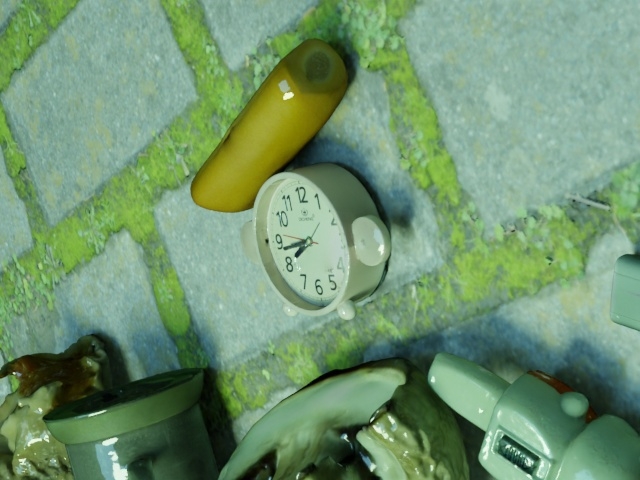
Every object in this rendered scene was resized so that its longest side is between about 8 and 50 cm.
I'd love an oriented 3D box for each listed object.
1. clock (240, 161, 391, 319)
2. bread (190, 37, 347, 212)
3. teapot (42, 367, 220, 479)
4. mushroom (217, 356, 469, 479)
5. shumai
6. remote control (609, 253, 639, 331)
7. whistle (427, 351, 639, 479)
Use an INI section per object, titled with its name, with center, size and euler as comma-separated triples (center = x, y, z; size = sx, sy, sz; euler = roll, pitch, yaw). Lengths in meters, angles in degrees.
[clock]
center = 0.000, 0.000, 1.223
size = 0.229, 0.063, 0.156
euler = -2, 103, 52
[bread]
center = -0.053, -0.106, 1.229
size = 0.074, 0.092, 0.239
euler = 42, 137, -1
[teapot]
center = -0.188, 0.341, 1.421
size = 0.270, 0.200, 0.337
euler = 177, 77, -80
[mushroom]
center = 0.032, 0.236, 1.174
size = 0.267, 0.189, 0.164
euler = -38, 104, 17
[shumai]
center = -0.325, 0.273, 1.622
size = 0.314, 0.267, 0.262
euler = 28, 93, 9
[remote control]
center = 0.299, 0.061, 0.922
size = 0.166, 0.029, 0.065
euler = 20, 115, 44
[whistle]
center = 0.195, 0.172, 1.021
size = 0.253, 0.106, 0.102
euler = 29, 92, 32
